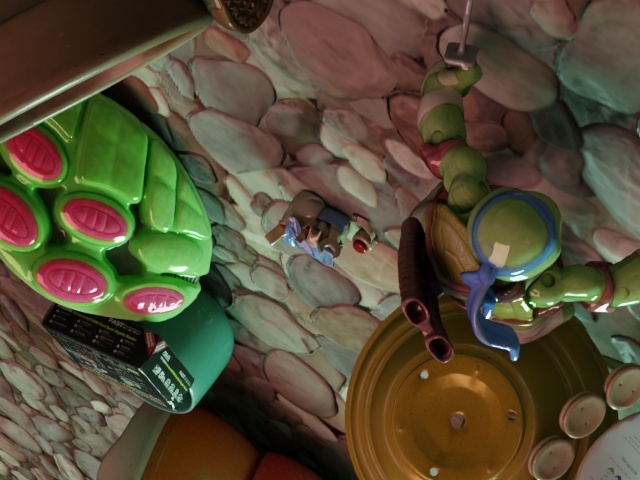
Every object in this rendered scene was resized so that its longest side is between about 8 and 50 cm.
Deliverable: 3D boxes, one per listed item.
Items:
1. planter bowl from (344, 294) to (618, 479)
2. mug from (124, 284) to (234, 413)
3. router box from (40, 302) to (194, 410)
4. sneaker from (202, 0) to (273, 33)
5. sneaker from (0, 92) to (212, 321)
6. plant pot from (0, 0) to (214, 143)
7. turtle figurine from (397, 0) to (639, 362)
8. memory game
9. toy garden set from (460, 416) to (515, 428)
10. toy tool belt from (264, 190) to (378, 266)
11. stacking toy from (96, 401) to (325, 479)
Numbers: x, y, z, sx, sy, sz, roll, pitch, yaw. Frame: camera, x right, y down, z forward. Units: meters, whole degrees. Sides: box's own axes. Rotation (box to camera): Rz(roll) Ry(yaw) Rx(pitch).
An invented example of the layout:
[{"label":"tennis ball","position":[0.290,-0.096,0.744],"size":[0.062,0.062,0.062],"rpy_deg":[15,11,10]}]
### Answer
[{"label":"planter bowl","position":[0.111,0.135,1.110],"size":[0.217,0.217,0.090],"rpy_deg":[27,-177,18]},{"label":"mug","position":[-0.146,0.089,1.451],"size":[0.129,0.097,0.158],"rpy_deg":[39,150,-3]},{"label":"router box","position":[-0.186,0.103,1.359],"size":[0.122,0.038,0.092],"rpy_deg":[21,157,27]},{"label":"sneaker","position":[-0.087,-0.231,0.986],"size":[0.086,0.064,0.192],"rpy_deg":[27,149,32]},{"label":"sneaker","position":[-0.302,-0.100,1.326],"size":[0.483,0.185,0.202],"rpy_deg":[33,-174,-6]},{"label":"plant pot","position":[-0.238,-0.196,1.046],"size":[0.263,0.263,0.229],"rpy_deg":[-19,100,56]},{"label":"turtle figurine","position":[0.153,-0.037,0.957],"size":[0.198,0.275,0.266],"rpy_deg":[12,169,0]},{"label":"memory game","position":[0.226,0.167,1.098],"size":[0.012,0.186,0.186],"rpy_deg":[44,165,52]},{"label":"toy garden set","position":[0.189,0.254,1.180],"size":[0.204,0.244,0.049],"rpy_deg":[11,128,13]},{"label":"toy tool belt","position":[0.000,0.000,1.218],"size":[0.083,0.051,0.052],"rpy_deg":[26,149,18]},{"label":"stacking toy","position":[-0.012,0.381,1.578],"size":[0.480,0.351,0.350],"rpy_deg":[16,147,6]}]
